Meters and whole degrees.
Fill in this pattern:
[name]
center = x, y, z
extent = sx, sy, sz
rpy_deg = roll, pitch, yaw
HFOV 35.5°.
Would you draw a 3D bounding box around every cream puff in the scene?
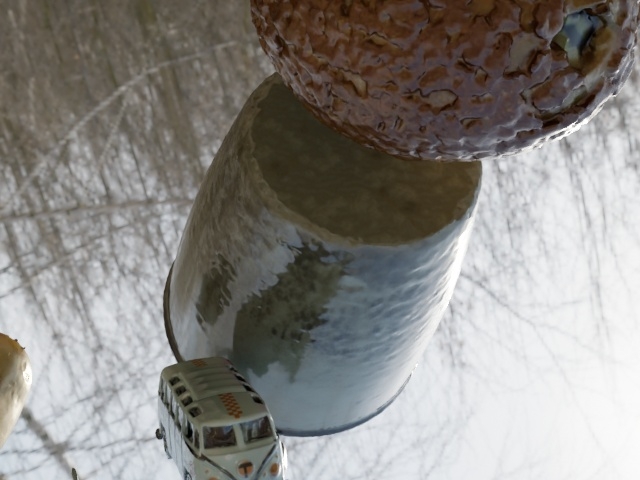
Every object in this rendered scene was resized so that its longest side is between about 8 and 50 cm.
[cream puff]
center = 0.086, -0.206, 0.748
extent = 0.303, 0.212, 0.303
rpy_deg = -10, -126, 14

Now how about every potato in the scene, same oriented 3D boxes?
[potato]
center = -0.392, 0.181, 1.102
extent = 0.178, 0.119, 0.109
rpy_deg = -62, -173, -18

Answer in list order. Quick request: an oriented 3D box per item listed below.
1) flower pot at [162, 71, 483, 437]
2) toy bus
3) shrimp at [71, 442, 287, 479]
[flower pot]
center = 0.000, 0.000, 0.982
extent = 0.294, 0.330, 0.293
rpy_deg = 5, -122, -9
[toy bus]
center = -0.089, 0.162, 0.865
extent = 0.087, 0.089, 0.194
rpy_deg = -7, -168, -17
[shrimp]
center = -0.225, 0.341, 1.152
extent = 0.411, 0.221, 0.166
rpy_deg = -14, -116, -8
